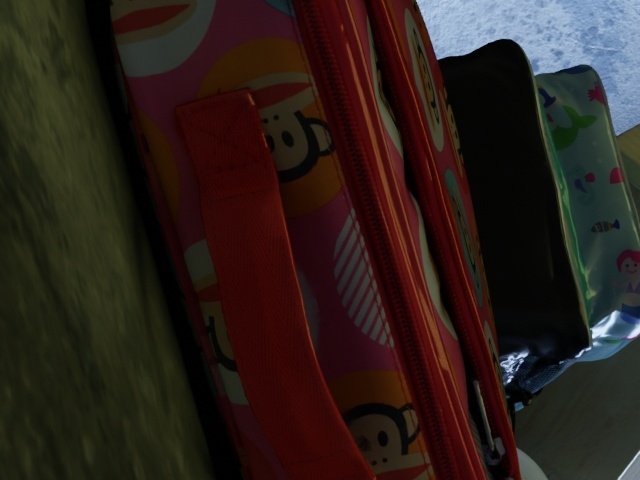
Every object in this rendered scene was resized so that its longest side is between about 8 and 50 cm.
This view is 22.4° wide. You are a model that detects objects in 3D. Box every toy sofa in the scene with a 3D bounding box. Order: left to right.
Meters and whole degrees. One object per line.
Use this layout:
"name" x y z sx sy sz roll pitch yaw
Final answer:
"toy sofa" 0.230 0.073 1.247 0.150 0.362 0.177 42 38 18

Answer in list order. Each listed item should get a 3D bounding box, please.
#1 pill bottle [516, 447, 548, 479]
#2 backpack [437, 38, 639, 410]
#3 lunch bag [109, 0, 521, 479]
"pill bottle" 0.105 0.203 1.116 0.221 0.124 0.124 59 18 -67
"backpack" 0.098 0.006 1.062 0.253 0.191 0.225 120 -38 -65
"lunch bag" 0.000 0.000 0.679 0.258 0.120 0.293 -68 142 -74
